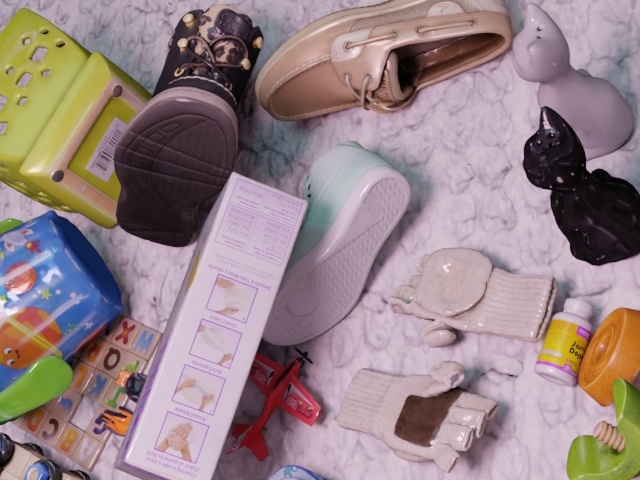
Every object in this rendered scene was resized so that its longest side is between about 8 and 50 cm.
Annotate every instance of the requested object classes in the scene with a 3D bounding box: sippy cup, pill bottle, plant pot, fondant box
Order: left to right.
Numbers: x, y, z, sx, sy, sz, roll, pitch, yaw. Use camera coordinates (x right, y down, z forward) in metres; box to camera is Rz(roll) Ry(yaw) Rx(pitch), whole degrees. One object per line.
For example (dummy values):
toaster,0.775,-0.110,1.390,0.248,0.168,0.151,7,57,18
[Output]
sippy cup,-0.393,0.086,1.483,0.224,0.240,0.305,-35,75,0
plant pot,-0.353,-0.159,1.591,0.207,0.227,0.228,26,82,35
fondant box,-0.130,0.113,1.281,0.238,0.096,0.330,136,153,-72
pill bottle,0.250,0.103,1.142,0.043,0.043,0.083,12,73,38

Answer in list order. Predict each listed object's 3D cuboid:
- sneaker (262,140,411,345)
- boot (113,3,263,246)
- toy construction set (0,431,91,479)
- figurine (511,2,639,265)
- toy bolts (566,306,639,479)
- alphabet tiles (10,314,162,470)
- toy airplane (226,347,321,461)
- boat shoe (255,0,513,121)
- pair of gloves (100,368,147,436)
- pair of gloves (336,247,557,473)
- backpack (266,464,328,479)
sneaker,0.001,0.000,1.353,0.256,0.094,0.151,-54,31,11
boot,-0.155,-0.178,1.424,0.138,0.377,0.284,18,64,-5
toy construction set,-0.391,0.360,1.381,0.327,0.151,0.215,20,79,25
figurine,0.255,-0.112,1.146,0.092,0.209,0.215,-17,57,26
toy bolts,0.348,0.127,1.012,0.229,0.158,0.218,-62,2,29
alphabet tiles,-0.338,0.180,1.531,0.237,0.009,0.198,18,77,39
toy airplane,-0.057,0.193,1.316,0.151,0.028,0.151,-17,56,28
boat shoe,0.071,-0.221,1.393,0.341,0.121,0.110,-24,54,21
pair of gloves,-0.242,0.211,1.441,0.074,0.010,0.083,16,74,27
pair of gloves,0.127,0.117,1.203,0.204,0.042,0.240,18,75,49
backpack,-0.022,0.297,1.198,0.114,0.084,0.105,32,83,44
